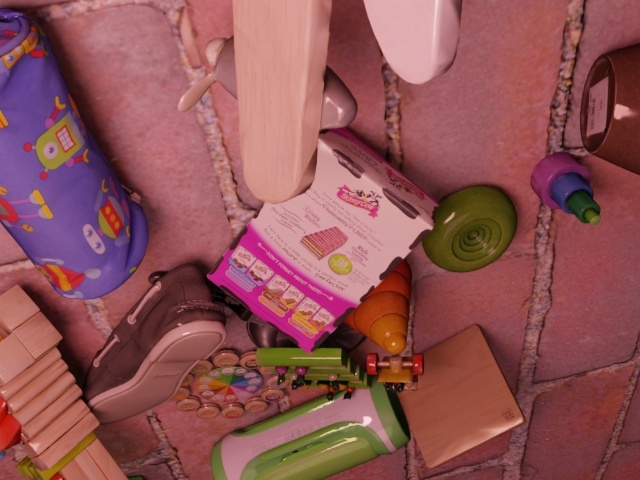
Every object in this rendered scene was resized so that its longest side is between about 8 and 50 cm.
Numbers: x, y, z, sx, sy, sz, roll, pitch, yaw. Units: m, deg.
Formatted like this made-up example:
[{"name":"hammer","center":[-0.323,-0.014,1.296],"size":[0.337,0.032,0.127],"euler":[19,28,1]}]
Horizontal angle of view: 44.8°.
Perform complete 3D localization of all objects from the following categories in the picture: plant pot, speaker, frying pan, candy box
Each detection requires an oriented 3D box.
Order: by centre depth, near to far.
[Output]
[{"name":"plant pot","center":[0.411,-0.138,0.838],"size":[0.230,0.215,0.215],"euler":[4,135,0]},{"name":"candy box","center":[0.000,0.000,0.889],"size":[0.159,0.071,0.233],"euler":[38,121,-7]},{"name":"frying pan","center":[-0.041,0.081,1.026],"size":[0.197,0.053,0.326],"euler":[-35,136,18]},{"name":"speaker","center":[-0.016,0.313,1.207],"size":[0.296,0.131,0.131],"euler":[-24,136,9]}]

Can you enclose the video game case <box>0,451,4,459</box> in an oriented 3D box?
[{"name":"video game case","center":[-0.568,0.313,1.128],"size":[0.119,0.015,0.166],"euler":[-36,133,20]}]

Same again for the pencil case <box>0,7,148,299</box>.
[{"name":"pencil case","center":[-0.265,-0.076,0.746],"size":[0.133,0.119,0.306],"euler":[-49,143,-26]}]

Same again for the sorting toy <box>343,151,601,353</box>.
[{"name":"sorting toy","center":[0.182,0.030,0.948],"size":[0.365,0.126,0.127],"euler":[-31,128,7]}]

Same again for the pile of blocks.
[{"name":"pile of blocks","center":[-0.368,0.225,0.975],"size":[0.112,0.149,0.362],"euler":[-42,132,-39]}]

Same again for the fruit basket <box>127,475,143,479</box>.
[{"name":"fruit basket","center":[-0.396,0.578,1.190],"size":[0.392,0.392,0.283],"euler":[-8,136,-8]}]

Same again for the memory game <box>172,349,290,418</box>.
[{"name":"memory game","center":[-0.136,0.217,1.146],"size":[0.186,0.012,0.186],"euler":[-6,139,-6]}]

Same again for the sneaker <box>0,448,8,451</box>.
[{"name":"sneaker","center":[-0.472,0.279,1.074],"size":[0.192,0.064,0.086],"euler":[-46,129,14]}]

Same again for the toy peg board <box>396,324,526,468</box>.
[{"name":"toy peg board","center":[0.215,0.242,1.187],"size":[0.161,0.161,0.079],"euler":[-32,150,17]}]

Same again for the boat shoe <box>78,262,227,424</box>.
[{"name":"boat shoe","center":[-0.225,0.145,1.004],"size":[0.112,0.096,0.335],"euler":[7,145,-39]}]

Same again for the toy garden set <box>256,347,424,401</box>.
[{"name":"toy garden set","center":[0.044,0.189,1.042],"size":[0.203,0.049,0.244],"euler":[-1,162,13]}]

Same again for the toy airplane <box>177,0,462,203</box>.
[{"name":"toy airplane","center":[-0.039,-0.252,0.528],"size":[0.384,0.272,0.386],"euler":[48,128,-10]}]
